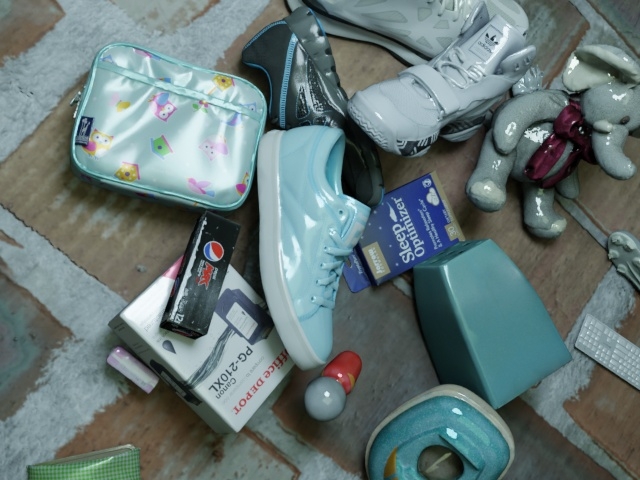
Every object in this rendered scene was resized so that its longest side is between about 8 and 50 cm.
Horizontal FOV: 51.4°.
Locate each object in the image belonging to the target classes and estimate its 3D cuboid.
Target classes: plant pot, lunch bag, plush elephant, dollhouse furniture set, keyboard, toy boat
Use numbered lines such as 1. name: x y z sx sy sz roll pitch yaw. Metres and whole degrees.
1. plant pot: 0.261 0.125 1.107 0.166 0.165 0.234 -28 95 -17
2. lunch bag: -0.229 -0.168 1.001 0.279 0.108 0.224 15 82 -16
3. plush elephant: 0.433 -0.178 1.119 0.272 0.255 0.329 26 68 -40
4. dollhouse furniture set: -0.380 0.415 0.892 0.302 0.151 0.197 -8 89 -18
5. keyboard: 0.598 0.235 1.289 0.256 0.014 0.072 33 77 -13
6. toy boat: 0.118 0.306 1.033 0.318 0.148 0.267 38 120 6

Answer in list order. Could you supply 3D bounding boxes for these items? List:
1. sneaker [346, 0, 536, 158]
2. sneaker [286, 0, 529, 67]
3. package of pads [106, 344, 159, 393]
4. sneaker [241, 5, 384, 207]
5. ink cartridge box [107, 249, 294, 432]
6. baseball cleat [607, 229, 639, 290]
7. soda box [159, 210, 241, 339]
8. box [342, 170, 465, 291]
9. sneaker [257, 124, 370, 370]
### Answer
1. sneaker: 0.194 -0.252 1.017 0.137 0.210 0.366 49 35 17
2. sneaker: 0.186 -0.399 1.071 0.448 0.257 0.169 6 84 -18
3. package of pads: -0.280 0.191 0.992 0.083 0.050 0.032 41 77 -11
4. sneaker: -0.005 -0.197 1.088 0.140 0.125 0.340 -26 92 4
5. ink cartridge box: -0.163 0.143 0.988 0.237 0.100 0.172 48 60 -9
6. baseball cleat: 0.636 0.045 1.295 0.109 0.072 0.206 -44 105 -29
7. soda box: -0.166 0.048 0.924 0.060 0.053 0.168 24 66 -20
8. box: 0.129 -0.014 1.145 0.225 0.036 0.136 -26 94 -16
9. sneaker: 0.000 0.000 0.964 0.150 0.135 0.365 -10 81 19
